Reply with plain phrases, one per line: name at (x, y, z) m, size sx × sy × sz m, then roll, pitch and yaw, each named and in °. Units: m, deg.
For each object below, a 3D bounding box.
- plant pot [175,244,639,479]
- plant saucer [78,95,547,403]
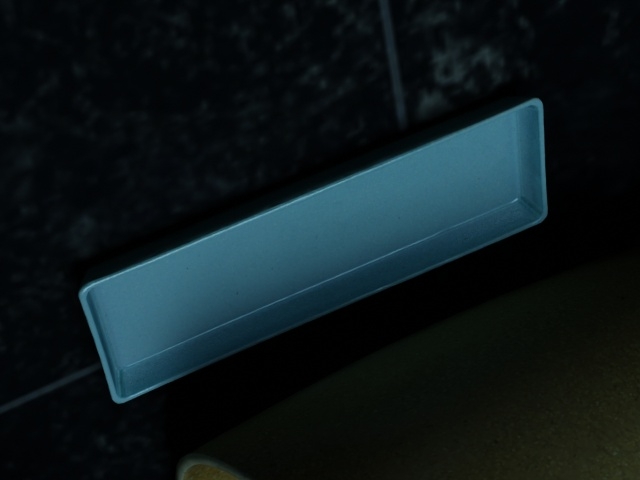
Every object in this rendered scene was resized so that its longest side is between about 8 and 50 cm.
plant pot at (0.111, 0.107, 0.703) m, size 0.254 × 0.237 × 0.237 m, roll -37°, pitch 140°, yaw -20°
plant saucer at (0.000, 0.000, 0.664) m, size 0.192 × 0.018 × 0.067 m, roll -22°, pitch 136°, yaw -12°
